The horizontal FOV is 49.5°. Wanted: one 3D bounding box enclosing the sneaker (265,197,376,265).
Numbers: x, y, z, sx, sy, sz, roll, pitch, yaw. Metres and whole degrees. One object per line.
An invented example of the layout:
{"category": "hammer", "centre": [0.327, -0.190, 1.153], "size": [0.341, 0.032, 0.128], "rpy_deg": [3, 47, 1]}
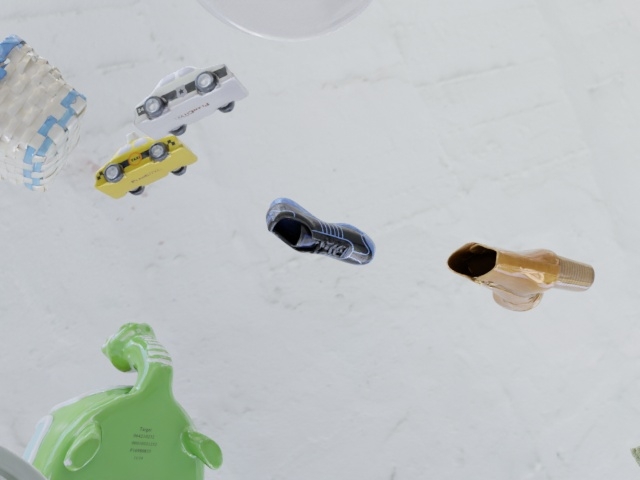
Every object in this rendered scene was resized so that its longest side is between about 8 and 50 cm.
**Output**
{"category": "sneaker", "centre": [0.000, 0.000, 1.332], "size": [0.232, 0.081, 0.090], "rpy_deg": [23, -152, -9]}

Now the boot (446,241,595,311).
{"category": "boot", "centre": [0.318, 0.057, 1.246], "size": [0.211, 0.295, 0.104], "rpy_deg": [11, -103, -15]}

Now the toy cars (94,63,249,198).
{"category": "toy cars", "centre": [-0.280, -0.202, 1.233], "size": [0.176, 0.393, 0.087], "rpy_deg": [-9, -111, -40]}

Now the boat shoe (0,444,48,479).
{"category": "boat shoe", "centre": [-0.242, 0.080, 0.238], "size": [0.302, 0.091, 0.114], "rpy_deg": [34, -140, -11]}

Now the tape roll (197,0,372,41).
{"category": "tape roll", "centre": [-0.053, -0.509, 1.076], "size": [0.391, 0.072, 0.392], "rpy_deg": [-8, -68, -21]}

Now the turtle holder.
{"category": "turtle holder", "centre": [-0.294, 0.291, 0.930], "size": [0.243, 0.227, 0.321], "rpy_deg": [-15, -80, -40]}

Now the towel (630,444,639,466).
{"category": "towel", "centre": [0.591, 0.389, 1.136], "size": [0.110, 0.027, 0.148], "rpy_deg": [-10, -137, -19]}

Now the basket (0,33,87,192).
{"category": "basket", "centre": [-0.537, -0.220, 1.119], "size": [0.288, 0.254, 0.201], "rpy_deg": [28, -114, -15]}
